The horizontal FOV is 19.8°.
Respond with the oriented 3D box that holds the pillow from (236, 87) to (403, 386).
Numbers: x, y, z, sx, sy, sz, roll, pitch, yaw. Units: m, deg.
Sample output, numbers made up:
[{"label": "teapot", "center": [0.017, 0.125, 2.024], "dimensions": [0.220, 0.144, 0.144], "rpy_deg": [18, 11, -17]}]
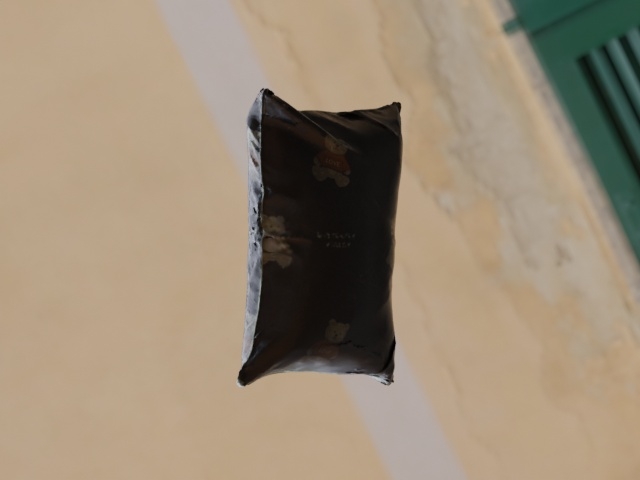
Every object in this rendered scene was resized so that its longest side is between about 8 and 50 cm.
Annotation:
[{"label": "pillow", "center": [0.000, 0.000, 0.932], "dimensions": [0.090, 0.048, 0.150], "rpy_deg": [1, -89, -15]}]
